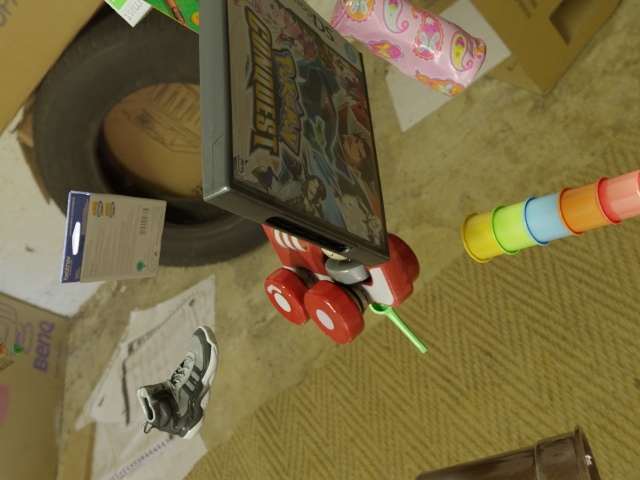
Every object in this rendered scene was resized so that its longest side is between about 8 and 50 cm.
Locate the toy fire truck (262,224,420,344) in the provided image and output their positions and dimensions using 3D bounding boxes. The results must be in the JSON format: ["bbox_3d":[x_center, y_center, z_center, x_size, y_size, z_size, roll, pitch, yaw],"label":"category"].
[{"bbox_3d":[0.000,0.000,0.892,0.169,0.254,0.302,-39,25,-25],"label":"toy fire truck"}]

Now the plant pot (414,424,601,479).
[{"bbox_3d":[0.180,0.270,0.529,0.165,0.167,0.167,-18,52,21],"label":"plant pot"}]

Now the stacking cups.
[{"bbox_3d":[0.380,-0.046,0.936,0.316,0.096,0.096,-24,48,50],"label":"stacking cups"}]

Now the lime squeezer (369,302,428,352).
[{"bbox_3d":[0.135,0.133,1.300,0.058,0.110,0.310,-34,38,1],"label":"lime squeezer"}]

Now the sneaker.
[{"bbox_3d":[-0.337,0.329,1.349,0.101,0.153,0.269,2,79,52],"label":"sneaker"}]

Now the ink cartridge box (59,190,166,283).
[{"bbox_3d":[-0.456,-0.007,1.246,0.065,0.311,0.186,9,93,17],"label":"ink cartridge box"}]

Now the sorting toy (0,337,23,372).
[{"bbox_3d":[-0.591,0.209,1.057,0.012,0.062,0.083,-7,21,34],"label":"sorting toy"}]

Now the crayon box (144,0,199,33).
[{"bbox_3d":[-0.215,-0.427,0.769,0.081,0.165,0.279,-31,68,26],"label":"crayon box"}]

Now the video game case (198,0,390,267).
[{"bbox_3d":[-0.019,-0.131,0.572,0.035,0.248,0.275,-19,65,31],"label":"video game case"}]

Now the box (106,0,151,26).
[{"bbox_3d":[-0.377,-0.621,1.164,0.261,0.231,0.127,-29,30,33],"label":"box"}]

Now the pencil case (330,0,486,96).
[{"bbox_3d":[0.153,-0.367,1.020,0.124,0.283,0.124,-58,17,29],"label":"pencil case"}]
